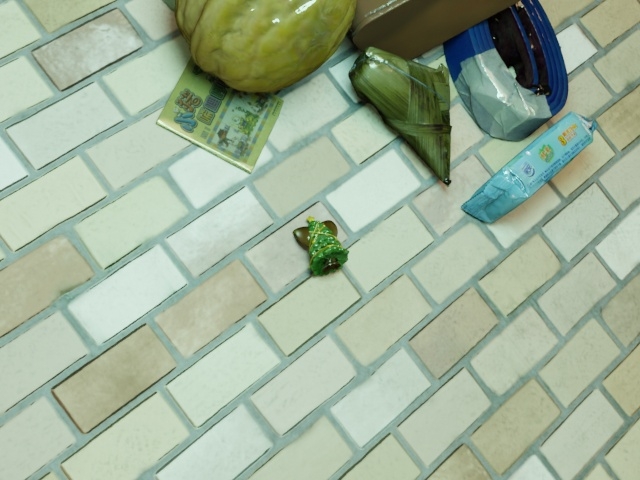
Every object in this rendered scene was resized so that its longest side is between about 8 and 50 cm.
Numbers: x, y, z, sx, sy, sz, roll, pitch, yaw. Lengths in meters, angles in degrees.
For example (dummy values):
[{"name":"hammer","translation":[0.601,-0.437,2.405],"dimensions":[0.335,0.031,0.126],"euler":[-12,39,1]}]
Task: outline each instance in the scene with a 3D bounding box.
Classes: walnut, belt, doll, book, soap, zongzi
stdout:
[{"name":"walnut","translation":[-0.102,-0.415,1.664],"dimensions":[0.332,0.333,0.333],"euler":[7,68,-19]},{"name":"belt","translation":[0.373,-0.382,1.951],"dimensions":[0.212,0.117,0.347],"euler":[-8,73,-25]},{"name":"doll","translation":[0.003,-0.001,1.687],"dimensions":[0.078,0.077,0.113],"euler":[-15,76,-17]},{"name":"book","translation":[-0.178,-0.232,1.737],"dimensions":[0.192,0.013,0.168],"euler":[27,64,-10]},{"name":"soap","translation":[0.413,-0.143,1.857],"dimensions":[0.293,0.156,0.077],"euler":[-39,86,-28]},{"name":"zongzi","translation":[0.154,-0.231,1.799],"dimensions":[0.221,0.112,0.242],"euler":[11,69,-36]}]

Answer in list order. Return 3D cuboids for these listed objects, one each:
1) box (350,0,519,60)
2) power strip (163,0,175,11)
[{"name":"box","translation":[0.189,-0.519,1.795],"dimensions":[0.339,0.239,0.229],"euler":[-27,75,14]},{"name":"power strip","translation":[-0.317,-0.532,1.775],"dimensions":[0.080,0.048,0.286],"euler":[-40,90,-27]}]
